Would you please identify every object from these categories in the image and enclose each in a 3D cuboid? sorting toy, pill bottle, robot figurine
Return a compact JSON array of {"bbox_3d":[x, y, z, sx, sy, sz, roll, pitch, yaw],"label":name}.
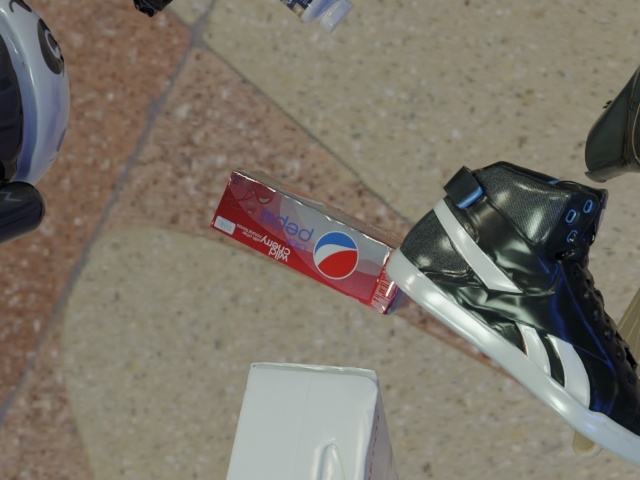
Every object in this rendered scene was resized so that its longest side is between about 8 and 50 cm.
[{"bbox_3d":[0.318,0.091,1.286,0.038,0.193,0.208,26,130,1],"label":"sorting toy"},{"bbox_3d":[-0.018,-0.318,1.672,0.120,0.067,0.067,41,117,-1],"label":"pill bottle"},{"bbox_3d":[-0.296,-0.088,0.879,0.173,0.278,0.209,-2,102,39],"label":"robot figurine"}]

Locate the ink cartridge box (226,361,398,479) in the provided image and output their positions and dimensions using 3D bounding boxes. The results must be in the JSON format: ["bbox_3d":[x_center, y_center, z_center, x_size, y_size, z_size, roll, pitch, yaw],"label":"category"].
[{"bbox_3d":[-0.003,0.178,0.805,0.082,0.190,0.139,4,58,12],"label":"ink cartridge box"}]

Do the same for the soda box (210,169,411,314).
[{"bbox_3d":[0.000,0.000,1.675,0.263,0.092,0.083,27,101,17],"label":"soda box"}]

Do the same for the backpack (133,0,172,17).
[{"bbox_3d":[-0.165,-0.319,1.205,0.117,0.173,0.158,-22,47,31],"label":"backpack"}]

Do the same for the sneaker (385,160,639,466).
[{"bbox_3d":[0.156,0.035,0.793,0.217,0.079,0.121,36,102,5],"label":"sneaker"}]

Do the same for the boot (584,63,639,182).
[{"bbox_3d":[0.300,-0.150,1.213,0.198,0.077,0.137,-66,13,-12],"label":"boot"}]
